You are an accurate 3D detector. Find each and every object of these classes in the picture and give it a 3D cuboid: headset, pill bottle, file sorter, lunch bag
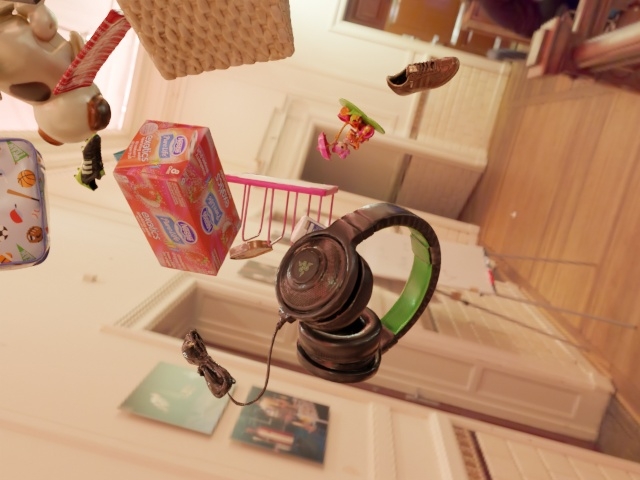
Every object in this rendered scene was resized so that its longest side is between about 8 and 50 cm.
[{"bbox_3d":[-0.003,0.092,0.984,0.394,0.185,0.243,-33,-48,-21],"label":"headset"},{"bbox_3d":[0.000,0.000,1.502,0.067,0.120,0.067,-58,11,18],"label":"pill bottle"},{"bbox_3d":[-0.118,-0.081,1.916,0.202,0.290,0.182,-33,-48,-77],"label":"file sorter"},{"bbox_3d":[-0.729,-0.082,1.487,0.115,0.243,0.303,167,97,-75],"label":"lunch bag"}]

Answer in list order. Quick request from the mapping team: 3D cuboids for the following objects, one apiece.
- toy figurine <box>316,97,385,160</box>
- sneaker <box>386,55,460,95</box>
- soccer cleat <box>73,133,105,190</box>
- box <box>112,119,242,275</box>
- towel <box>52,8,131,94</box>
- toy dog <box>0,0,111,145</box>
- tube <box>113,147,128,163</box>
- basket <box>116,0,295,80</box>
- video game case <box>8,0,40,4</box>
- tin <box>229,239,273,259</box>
[{"bbox_3d":[0.069,-0.287,1.897,0.159,0.173,0.130,-51,-28,-1],"label":"toy figurine"},{"bbox_3d":[0.249,-0.408,1.670,0.071,0.188,0.066,20,-120,-47],"label":"sneaker"},{"bbox_3d":[-0.585,-0.202,1.754,0.179,0.072,0.060,-56,0,42],"label":"soccer cleat"},{"bbox_3d":[-0.236,-0.067,1.163,0.257,0.122,0.128,79,-154,-51],"label":"box"},{"bbox_3d":[-0.575,-0.494,1.762,0.275,0.031,0.199,-46,10,18],"label":"towel"},{"bbox_3d":[-0.757,-0.457,1.893,0.408,0.284,0.395,58,-169,-45],"label":"toy dog"},{"bbox_3d":[-0.499,-0.155,1.849,0.052,0.080,0.207,67,-176,-85],"label":"tube"},{"bbox_3d":[-0.237,-0.540,1.384,0.331,0.328,0.266,71,-170,-65],"label":"basket"},{"bbox_3d":[-0.583,-0.586,1.413,0.274,0.196,0.026,-61,-26,-31],"label":"video game case"},{"bbox_3d":[-0.244,0.033,2.377,0.189,0.106,0.040,-20,70,45],"label":"tin"}]
